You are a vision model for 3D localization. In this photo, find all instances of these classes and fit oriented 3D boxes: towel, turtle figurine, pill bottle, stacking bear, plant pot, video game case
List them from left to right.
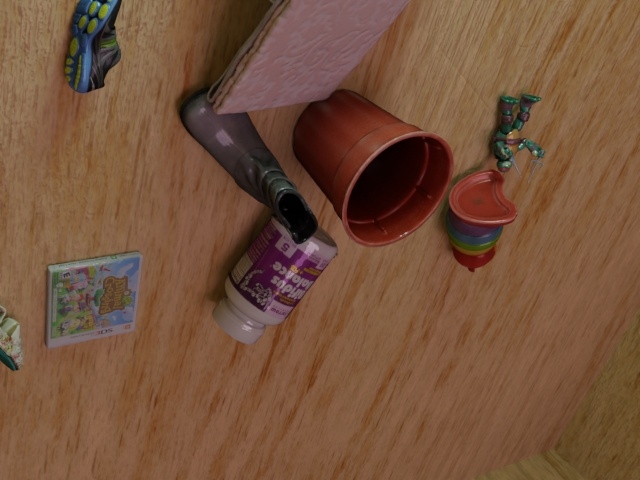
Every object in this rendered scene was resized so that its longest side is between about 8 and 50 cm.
[{"bbox_3d":[-0.475,0.126,1.650,0.193,0.023,0.212,-10,130,-33],"label":"video game case"},{"bbox_3d":[-0.111,0.085,1.793,0.169,0.169,0.301,24,108,-47],"label":"pill bottle"},{"bbox_3d":[-0.015,-0.357,1.436,0.317,0.053,0.332,-18,163,-42],"label":"towel"},{"bbox_3d":[0.089,-0.170,1.654,0.273,0.265,0.272,-22,136,-23],"label":"plant pot"},{"bbox_3d":[0.422,-0.028,2.137,0.164,0.175,0.289,-12,145,-2],"label":"stacking bear"},{"bbox_3d":[0.497,-0.254,2.023,0.175,0.118,0.234,-21,122,-44],"label":"turtle figurine"}]

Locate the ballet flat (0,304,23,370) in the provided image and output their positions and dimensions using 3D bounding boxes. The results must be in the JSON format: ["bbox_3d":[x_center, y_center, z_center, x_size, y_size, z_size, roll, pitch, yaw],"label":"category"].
[{"bbox_3d":[-0.630,0.170,1.526,0.077,0.091,0.241,-52,149,-24],"label":"ballet flat"}]

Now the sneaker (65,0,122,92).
[{"bbox_3d":[-0.369,-0.335,1.310,0.078,0.067,0.188,-19,137,-56],"label":"sneaker"}]

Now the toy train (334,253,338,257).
[{"bbox_3d":[0.000,0.000,1.919,0.036,0.027,0.158,-52,140,-5],"label":"toy train"}]

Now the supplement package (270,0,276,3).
[{"bbox_3d":[0.004,-0.549,1.344,0.262,0.145,0.204,-26,138,-19],"label":"supplement package"}]

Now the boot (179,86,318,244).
[{"bbox_3d":[-0.121,-0.144,1.540,0.118,0.222,0.338,-43,140,2],"label":"boot"}]
